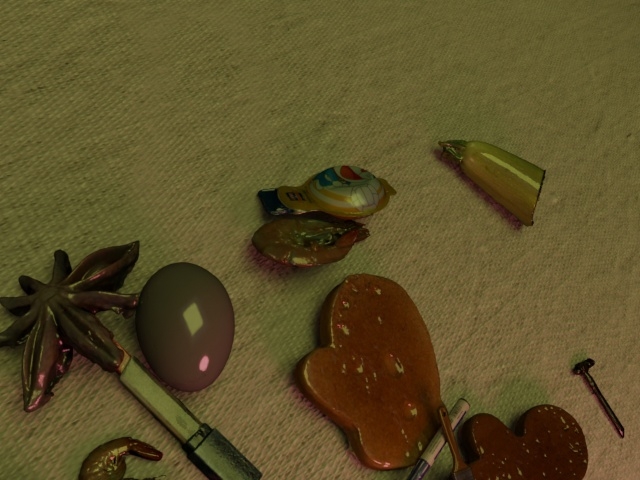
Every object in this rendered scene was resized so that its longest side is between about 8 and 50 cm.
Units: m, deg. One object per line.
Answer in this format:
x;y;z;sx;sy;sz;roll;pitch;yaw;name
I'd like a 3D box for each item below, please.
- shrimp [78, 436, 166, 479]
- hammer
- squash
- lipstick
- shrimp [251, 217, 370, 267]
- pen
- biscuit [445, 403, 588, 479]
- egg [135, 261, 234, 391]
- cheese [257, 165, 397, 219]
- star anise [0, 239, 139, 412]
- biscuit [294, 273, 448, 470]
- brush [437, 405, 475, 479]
-0.256;0.332;0.875;0.163;0.045;0.095;10;40;-17;shrimp
0.608;0.340;1.324;0.065;0.021;0.178;-23;78;-35;hammer
0.409;-0.171;1.421;0.287;0.137;0.137;39;54;-2;squash
-0.219;0.262;0.918;0.312;0.051;0.051;44;55;1;lipstick
0.000;0.001;1.136;0.267;0.061;0.145;-5;28;-43;shrimp
0.198;0.348;1.046;0.025;0.025;0.204;46;55;1;pen
0.336;0.451;1.098;0.432;0.064;0.283;-32;77;-36;biscuit
-0.203;0.129;0.932;0.147;0.146;0.198;2;62;-27;egg
0.017;-0.087;1.190;0.271;0.069;0.177;-10;38;-19;cheese
-0.356;0.116;0.883;0.199;0.110;0.257;-10;52;-5;star anise
0.084;0.230;1.078;0.287;0.057;0.343;-7;74;-33;biscuit
0.227;0.363;1.035;0.043;0.014;0.169;-8;73;-30;brush
